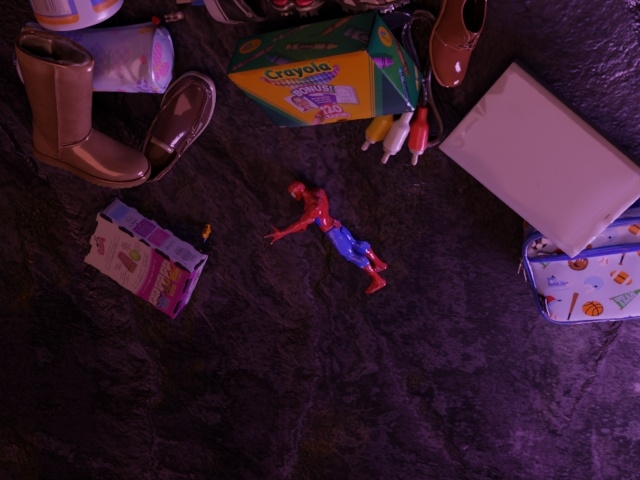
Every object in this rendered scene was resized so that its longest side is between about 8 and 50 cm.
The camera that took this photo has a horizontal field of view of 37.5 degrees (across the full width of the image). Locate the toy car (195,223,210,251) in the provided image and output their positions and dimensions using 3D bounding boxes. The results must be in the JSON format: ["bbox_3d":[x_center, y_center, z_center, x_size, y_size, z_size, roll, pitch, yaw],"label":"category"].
[{"bbox_3d":[-0.271,0.012,1.975,0.060,0.041,0.122,19,133,-2],"label":"toy car"}]

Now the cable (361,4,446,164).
[{"bbox_3d":[0.168,-0.252,1.609,0.139,0.072,0.287,15,132,-2],"label":"cable"}]

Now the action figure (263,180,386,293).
[{"bbox_3d":[0.000,0.000,1.857,0.139,0.091,0.280,-26,120,21],"label":"action figure"}]

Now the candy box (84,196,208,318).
[{"bbox_3d":[-0.366,0.037,1.969,0.233,0.071,0.159,32,132,3],"label":"candy box"}]

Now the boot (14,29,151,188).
[{"bbox_3d":[-0.406,-0.217,1.633,0.236,0.089,0.269,13,143,-4],"label":"boot"}]

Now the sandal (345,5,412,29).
[{"bbox_3d":[0.074,-0.358,1.553,0.179,0.040,0.067,-14,163,37],"label":"sandal"}]

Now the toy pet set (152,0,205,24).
[{"bbox_3d":[-0.236,-0.431,1.578,0.114,0.065,0.122,7,118,39],"label":"toy pet set"}]

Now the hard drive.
[{"bbox_3d":[0.383,-0.136,1.612,0.307,0.040,0.203,39,122,-2],"label":"hard drive"}]

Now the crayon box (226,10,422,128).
[{"bbox_3d":[0.006,-0.274,1.554,0.278,0.081,0.165,-2,150,35],"label":"crayon box"}]

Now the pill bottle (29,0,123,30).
[{"bbox_3d":[-0.423,-0.488,1.503,0.152,0.152,0.272,0,130,14],"label":"pill bottle"}]

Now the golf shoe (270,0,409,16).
[{"bbox_3d":[0.045,-0.421,1.476,0.272,0.105,0.120,0,124,14],"label":"golf shoe"}]

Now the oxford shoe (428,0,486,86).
[{"bbox_3d":[0.223,-0.328,1.513,0.076,0.076,0.212,-16,136,-17],"label":"oxford shoe"}]

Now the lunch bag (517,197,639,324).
[{"bbox_3d":[0.519,0.034,1.743,0.303,0.115,0.243,-8,125,20],"label":"lunch bag"}]

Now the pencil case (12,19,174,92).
[{"bbox_3d":[-0.396,-0.324,1.666,0.273,0.113,0.124,4,96,12],"label":"pencil case"}]

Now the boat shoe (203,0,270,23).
[{"bbox_3d":[-0.165,-0.468,1.460,0.105,0.113,0.306,13,138,38],"label":"boat shoe"}]

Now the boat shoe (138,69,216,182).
[{"bbox_3d":[-0.272,-0.200,1.752,0.095,0.095,0.257,28,131,-10],"label":"boat shoe"}]
